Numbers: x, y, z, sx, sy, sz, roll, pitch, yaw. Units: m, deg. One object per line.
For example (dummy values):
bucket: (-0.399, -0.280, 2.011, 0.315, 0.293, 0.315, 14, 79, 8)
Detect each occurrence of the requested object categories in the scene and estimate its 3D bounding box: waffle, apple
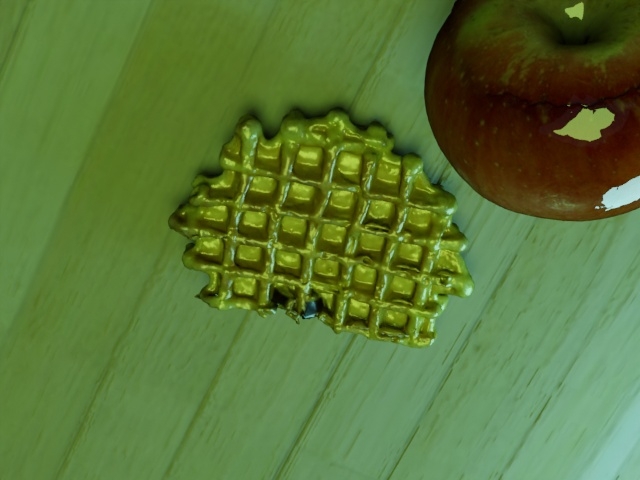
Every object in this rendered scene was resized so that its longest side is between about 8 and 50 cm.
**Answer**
waffle: (0.001, -0.001, 1.795, 0.283, 0.065, 0.309, -31, 107, 17)
apple: (0.232, -0.132, 1.602, 0.272, 0.251, 0.206, -14, 136, -4)
